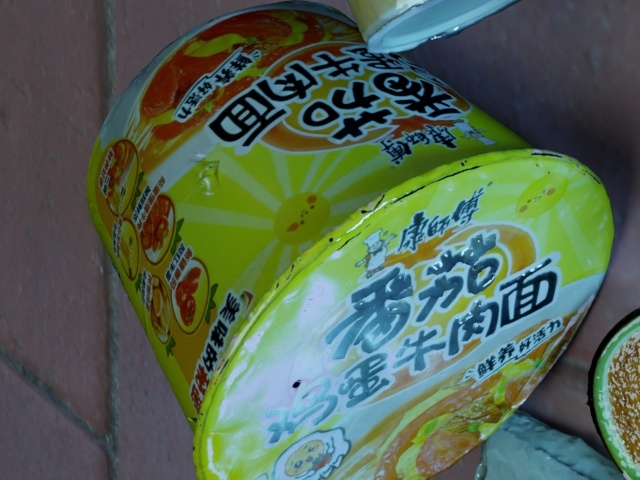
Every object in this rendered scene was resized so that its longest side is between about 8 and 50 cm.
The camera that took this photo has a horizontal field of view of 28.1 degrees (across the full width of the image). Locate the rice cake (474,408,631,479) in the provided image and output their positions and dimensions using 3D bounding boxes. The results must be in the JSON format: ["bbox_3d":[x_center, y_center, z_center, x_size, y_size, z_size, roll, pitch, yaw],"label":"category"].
[{"bbox_3d":[0.172,0.185,0.744,0.211,0.038,0.124,21,121,44],"label":"rice cake"}]

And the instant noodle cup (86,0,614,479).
[{"bbox_3d":[0.000,0.000,0.718,0.200,0.264,0.264,50,138,35],"label":"instant noodle cup"}]

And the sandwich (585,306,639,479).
[{"bbox_3d":[0.182,0.090,0.699,0.069,0.026,0.101,-32,81,38],"label":"sandwich"}]

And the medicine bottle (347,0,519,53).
[{"bbox_3d":[-0.011,-0.304,0.623,0.108,0.108,0.426,-27,84,52],"label":"medicine bottle"}]
